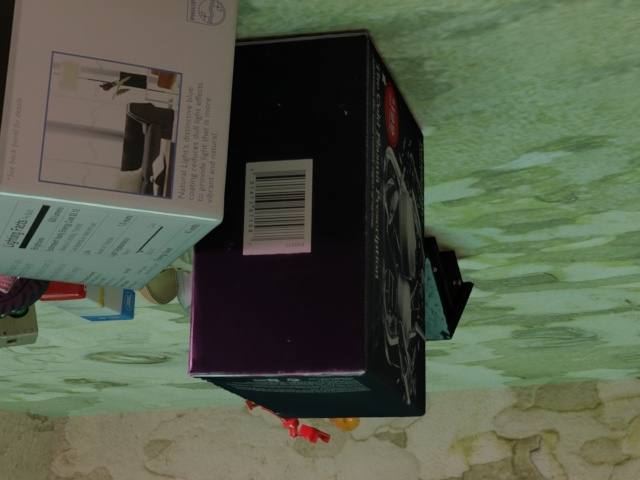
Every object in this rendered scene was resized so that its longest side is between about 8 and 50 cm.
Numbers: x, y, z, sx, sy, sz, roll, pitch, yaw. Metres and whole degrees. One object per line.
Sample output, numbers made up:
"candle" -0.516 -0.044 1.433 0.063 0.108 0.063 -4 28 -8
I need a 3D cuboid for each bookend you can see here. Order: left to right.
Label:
"bookend" 0.172 0.050 2.089 0.072 0.156 0.157 -5 -152 24

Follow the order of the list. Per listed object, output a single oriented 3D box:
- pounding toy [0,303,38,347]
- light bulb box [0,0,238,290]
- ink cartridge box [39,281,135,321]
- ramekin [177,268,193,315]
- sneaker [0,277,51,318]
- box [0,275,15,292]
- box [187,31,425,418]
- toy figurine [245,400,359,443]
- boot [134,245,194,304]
"pounding toy" -0.562 0.115 2.387 0.100 0.130 0.141 -7 168 -16
"light bulb box" -0.302 -0.103 1.285 0.361 0.225 0.358 7 165 -19
"ink cartridge box" -0.357 0.034 2.000 0.078 0.134 0.231 -3 165 18
"ramekin" -0.100 0.050 2.047 0.273 0.127 0.273 2 166 0
"sneaker" -0.552 0.057 1.802 0.385 0.145 0.147 -10 -176 -4
"box" -0.450 -0.052 1.561 0.257 0.122 0.128 25 162 -11
"box" 0.000 0.000 1.419 0.179 0.343 0.312 -2 165 13
"toy figurine" -0.033 0.074 1.834 0.191 0.362 0.217 22 173 -36
"boot" -0.192 0.023 1.797 0.165 0.077 0.213 21 139 33
